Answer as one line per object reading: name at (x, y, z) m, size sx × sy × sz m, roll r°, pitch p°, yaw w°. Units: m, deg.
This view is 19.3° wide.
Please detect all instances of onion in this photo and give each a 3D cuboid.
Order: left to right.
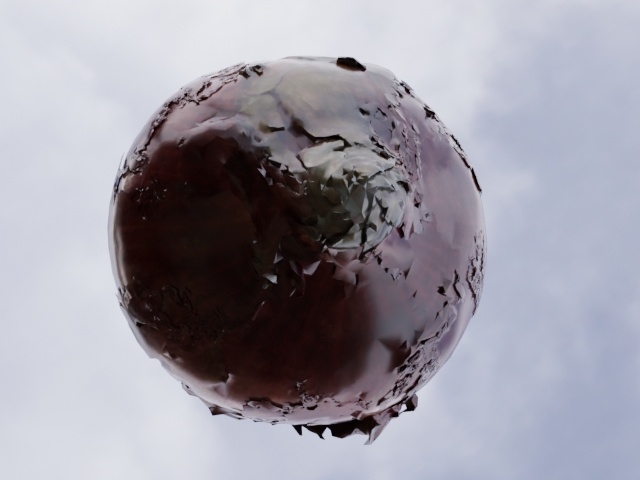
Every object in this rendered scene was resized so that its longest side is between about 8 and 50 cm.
onion at (0.000, 0.000, 0.836) m, size 0.184 × 0.184 × 0.147 m, roll 67°, pitch -21°, yaw -4°
